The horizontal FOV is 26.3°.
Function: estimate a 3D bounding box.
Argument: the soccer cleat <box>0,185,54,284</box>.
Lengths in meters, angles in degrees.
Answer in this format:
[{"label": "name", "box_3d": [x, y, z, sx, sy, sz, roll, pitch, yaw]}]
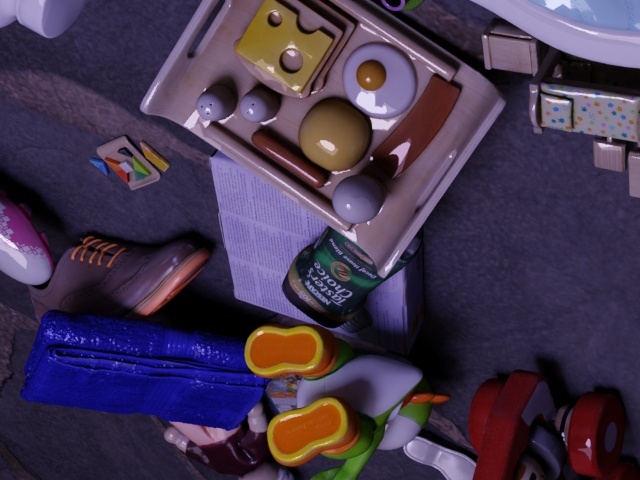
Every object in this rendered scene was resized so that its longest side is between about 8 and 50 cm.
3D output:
[{"label": "soccer cleat", "box_3d": [-0.508, -0.046, 1.854, 0.331, 0.143, 0.116, 48, 144, -1]}]

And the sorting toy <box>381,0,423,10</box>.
[{"label": "sorting toy", "box_3d": [0.078, -0.250, 1.310, 0.061, 0.042, 0.102, 37, 144, -5]}]

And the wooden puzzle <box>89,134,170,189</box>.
[{"label": "wooden puzzle", "box_3d": [-0.246, -0.098, 1.748, 0.078, 0.014, 0.116, 46, 142, -16]}]

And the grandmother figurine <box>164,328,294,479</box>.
[{"label": "grandmother figurine", "box_3d": [-0.156, 0.289, 2.047, 0.208, 0.104, 0.342, -13, 122, 49]}]

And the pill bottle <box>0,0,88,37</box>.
[{"label": "pill bottle", "box_3d": [-0.397, -0.342, 1.445, 0.323, 0.181, 0.181, 29, 143, 7]}]

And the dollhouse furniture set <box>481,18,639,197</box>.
[{"label": "dollhouse furniture set", "box_3d": [0.237, -0.106, 1.303, 0.182, 0.101, 0.161, 12, 139, 26]}]

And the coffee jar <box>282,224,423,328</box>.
[{"label": "coffee jar", "box_3d": [0.031, 0.023, 1.515, 0.096, 0.079, 0.184, 36, 142, -3]}]

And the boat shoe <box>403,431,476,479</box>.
[{"label": "boat shoe", "box_3d": [0.170, 0.299, 1.864, 0.125, 0.038, 0.046, 25, 101, 3]}]

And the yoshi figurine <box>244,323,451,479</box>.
[{"label": "yoshi figurine", "box_3d": [0.012, 0.199, 1.653, 0.203, 0.203, 0.362, 31, -176, 25]}]

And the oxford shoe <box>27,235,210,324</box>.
[{"label": "oxford shoe", "box_3d": [-0.291, 0.054, 1.866, 0.364, 0.130, 0.132, -25, 102, 43]}]

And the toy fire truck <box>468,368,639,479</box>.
[{"label": "toy fire truck", "box_3d": [0.255, 0.318, 1.640, 0.169, 0.254, 0.302, 5, 135, 33]}]

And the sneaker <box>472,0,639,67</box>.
[{"label": "sneaker", "box_3d": [0.200, -0.260, 1.132, 0.366, 0.135, 0.150, 22, 145, 14]}]

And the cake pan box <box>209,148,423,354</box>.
[{"label": "cake pan box", "box_3d": [0.000, 0.000, 1.631, 0.246, 0.070, 0.266, 15, 140, 20]}]

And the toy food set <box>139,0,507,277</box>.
[{"label": "toy food set", "box_3d": [-0.001, -0.135, 1.357, 0.306, 0.092, 0.219, 35, 107, 4]}]

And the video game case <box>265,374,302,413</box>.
[{"label": "video game case", "box_3d": [-0.028, 0.216, 1.938, 0.119, 0.015, 0.166, 0, 132, 38]}]

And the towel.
[{"label": "towel", "box_3d": [-0.234, 0.186, 1.826, 0.308, 0.076, 0.227, 10, 146, -15]}]
